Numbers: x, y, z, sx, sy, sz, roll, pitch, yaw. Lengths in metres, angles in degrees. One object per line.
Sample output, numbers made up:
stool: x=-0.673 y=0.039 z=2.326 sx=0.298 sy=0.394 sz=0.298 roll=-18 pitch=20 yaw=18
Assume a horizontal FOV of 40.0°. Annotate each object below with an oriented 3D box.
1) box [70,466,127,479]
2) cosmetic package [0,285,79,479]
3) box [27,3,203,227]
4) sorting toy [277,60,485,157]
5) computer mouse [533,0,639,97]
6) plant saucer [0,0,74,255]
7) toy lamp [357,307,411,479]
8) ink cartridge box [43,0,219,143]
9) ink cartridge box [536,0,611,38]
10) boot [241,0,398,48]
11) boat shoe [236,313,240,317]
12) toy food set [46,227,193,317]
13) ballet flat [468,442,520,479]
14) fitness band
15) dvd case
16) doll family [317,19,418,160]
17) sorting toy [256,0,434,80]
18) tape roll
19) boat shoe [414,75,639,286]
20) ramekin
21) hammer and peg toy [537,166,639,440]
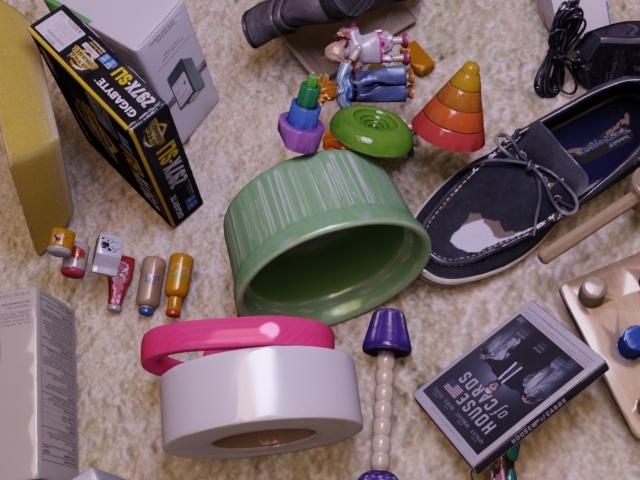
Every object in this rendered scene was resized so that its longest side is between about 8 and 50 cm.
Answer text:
box: x=-0.395 y=0.514 z=1.239 sx=0.345 sy=0.168 sz=0.215 roll=-32 pitch=69 yaw=-6
cosmetic package: x=-0.466 y=0.238 z=1.367 sx=0.129 sy=0.153 sz=0.296 roll=-11 pitch=66 yaw=5
box: x=-0.321 y=-0.189 z=1.421 sx=0.079 sy=0.322 sz=0.257 roll=-42 pitch=70 yaw=-16
sorting toy: x=0.109 y=-0.204 z=1.284 sx=0.366 sy=0.126 sz=0.127 roll=-7 pitch=40 yaw=-31
computer mouse: x=0.504 y=-0.320 z=1.466 sx=0.272 sy=0.188 sz=0.072 roll=5 pitch=49 yaw=1
plant saucer: x=-0.478 y=-0.190 z=1.454 sx=0.081 sy=0.333 sz=0.332 roll=-12 pitch=67 yaw=-15
toy lamp: x=0.098 y=0.240 z=1.332 sx=0.080 sy=0.080 sz=0.274 roll=1 pitch=71 yaw=8
ink cartridge box: x=-0.312 y=-0.320 z=1.491 sx=0.211 sy=0.289 sz=0.121 roll=31 pitch=73 yaw=17
ink cartridge box: x=0.427 y=-0.415 z=1.511 sx=0.090 sy=0.092 sz=0.143 roll=-19 pitch=32 yaw=7
boot: x=0.022 y=-0.434 z=1.528 sx=0.223 sy=0.338 sz=0.118 roll=-9 pitch=104 yaw=39
boat shoe: x=-0.116 y=0.082 z=1.436 sx=0.042 sy=0.049 sz=0.133 roll=12 pitch=64 yaw=8
toy food set: x=-0.334 y=0.061 z=1.430 sx=0.232 sy=0.111 sz=0.104 roll=14 pitch=68 yaw=-21
ballet flat: x=0.255 y=0.326 z=1.285 sx=0.079 sy=0.077 sz=0.221 roll=-4 pitch=67 yaw=27
fitness band: x=-0.123 y=0.166 z=1.317 sx=0.291 sy=0.209 sz=0.054 roll=-5 pitch=69 yaw=6
dvd case: x=0.273 y=0.209 z=1.288 sx=0.239 sy=0.029 sz=0.179 roll=-37 pitch=35 yaw=-4
doll family: x=0.071 y=-0.219 z=1.427 sx=0.163 sy=0.118 sz=0.263 roll=-6 pitch=110 yaw=-2
sorting toy: x=0.055 y=-0.379 z=1.604 sx=0.229 sy=0.041 sz=0.307 roll=-32 pitch=68 yaw=-10
tape roll: x=-0.085 y=0.235 z=1.247 sx=0.286 sy=0.286 sz=0.100 roll=-9 pitch=68 yaw=4
boat shoe: x=0.347 y=-0.104 z=1.393 sx=0.500 sy=0.156 sz=0.186 roll=-31 pitch=70 yaw=-4
ramekin: x=0.000 y=0.000 z=1.324 sx=0.303 sy=0.303 sz=0.148 roll=-20 pitch=61 yaw=-1
hammer and peg toy: x=0.495 y=0.088 z=1.312 sx=0.266 sy=0.127 sz=0.361 roll=-23 pitch=68 yaw=0
